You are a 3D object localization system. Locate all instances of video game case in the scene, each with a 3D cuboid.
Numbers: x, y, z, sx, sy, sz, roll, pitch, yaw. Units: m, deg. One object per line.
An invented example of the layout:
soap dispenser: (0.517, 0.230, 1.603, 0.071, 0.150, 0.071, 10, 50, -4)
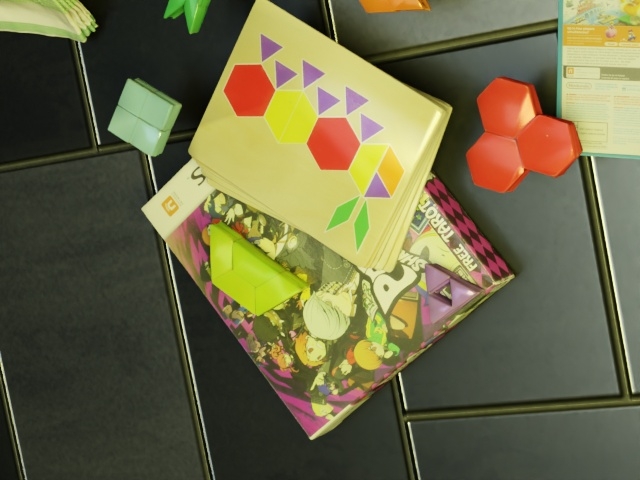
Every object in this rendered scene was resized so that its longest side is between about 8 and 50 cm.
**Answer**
video game case: (0.000, 0.000, 1.336, 0.210, 0.042, 0.232, -42, 79, 29)
video game case: (0.220, -0.138, 1.201, 0.119, 0.015, 0.166, 6, 103, 29)

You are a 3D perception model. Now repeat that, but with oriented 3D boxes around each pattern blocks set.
pattern blocks set: (0.002, -0.074, 1.281, 0.325, 0.026, 0.285, 41, 114, 15)

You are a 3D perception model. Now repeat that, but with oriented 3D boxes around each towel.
towel: (-0.255, -0.201, 1.378, 0.113, 0.152, 0.023, 7, 72, 23)
